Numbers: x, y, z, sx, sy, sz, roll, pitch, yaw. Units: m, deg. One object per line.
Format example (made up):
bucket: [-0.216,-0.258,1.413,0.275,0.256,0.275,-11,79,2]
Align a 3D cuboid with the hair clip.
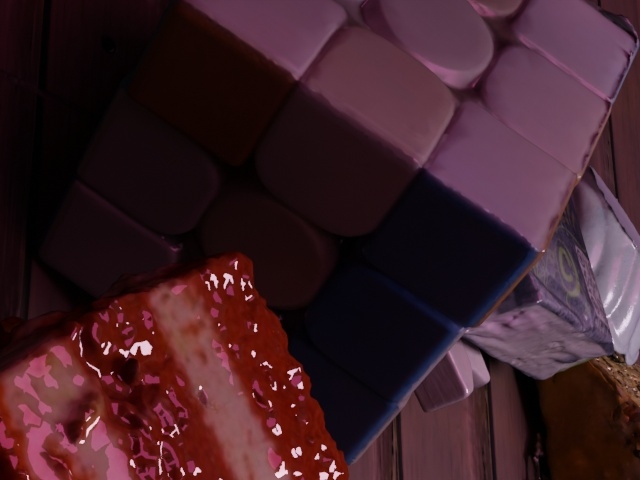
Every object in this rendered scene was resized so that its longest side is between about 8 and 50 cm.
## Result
hair clip: [0.081,0.019,1.729,0.101,0.085,0.330,-23,91,-66]

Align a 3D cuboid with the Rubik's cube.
Rubik's cube: [0.018,-0.082,1.408,0.347,0.344,0.346,35,42,0]

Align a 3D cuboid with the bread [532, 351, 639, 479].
bread: [0.337,0.287,1.936,0.248,0.279,0.315,13,21,-48]

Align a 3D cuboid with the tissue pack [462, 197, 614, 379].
tissue pack: [0.196,-0.063,1.799,0.288,0.124,0.394,29,44,-60]

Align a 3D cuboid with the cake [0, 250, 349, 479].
cake: [-0.178,0.184,1.180,0.319,0.269,0.270,-30,97,-54]

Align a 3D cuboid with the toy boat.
toy boat: [0.341,0.011,1.987,0.290,0.100,0.199,62,15,23]
